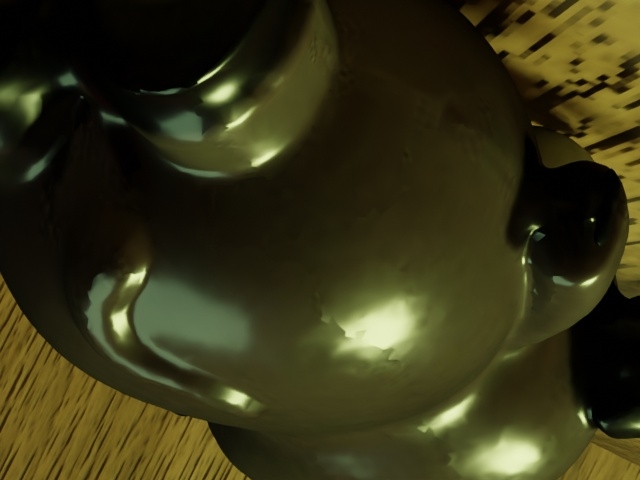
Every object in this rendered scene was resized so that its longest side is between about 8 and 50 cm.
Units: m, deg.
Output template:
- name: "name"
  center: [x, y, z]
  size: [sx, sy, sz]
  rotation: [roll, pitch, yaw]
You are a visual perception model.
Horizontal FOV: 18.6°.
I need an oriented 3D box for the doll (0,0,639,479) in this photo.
- name: "doll"
  center: [-0.001, 0.001, 0.504]
  size: [0.182, 0.117, 0.257]
  rotation: [1, 161, 30]
